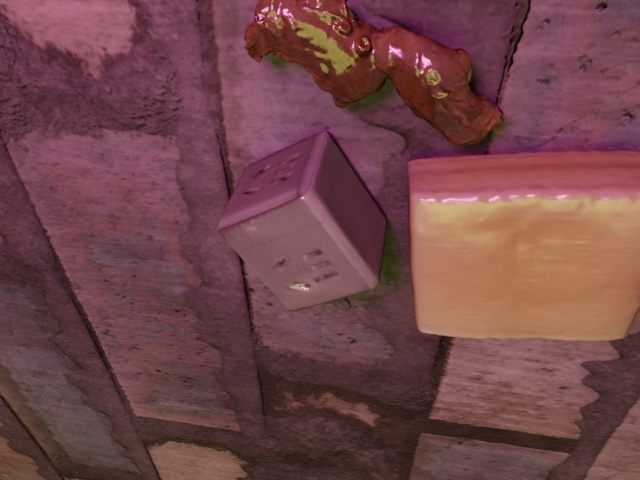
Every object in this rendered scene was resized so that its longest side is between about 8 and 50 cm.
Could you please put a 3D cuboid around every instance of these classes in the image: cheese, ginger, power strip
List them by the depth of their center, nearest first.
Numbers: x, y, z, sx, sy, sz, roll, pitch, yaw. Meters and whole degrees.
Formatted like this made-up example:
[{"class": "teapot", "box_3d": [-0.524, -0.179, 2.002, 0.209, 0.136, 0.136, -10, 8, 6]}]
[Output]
[{"class": "ginger", "box_3d": [0.064, -0.174, 0.568, 0.290, 0.084, 0.122, 23, 126, -8]}, {"class": "cheese", "box_3d": [0.244, 0.013, 0.673, 0.266, 0.123, 0.242, -1, 128, 13]}, {"class": "power strip", "box_3d": [0.000, 0.000, 0.705, 0.140, 0.139, 0.224, -21, 124, 28]}]
